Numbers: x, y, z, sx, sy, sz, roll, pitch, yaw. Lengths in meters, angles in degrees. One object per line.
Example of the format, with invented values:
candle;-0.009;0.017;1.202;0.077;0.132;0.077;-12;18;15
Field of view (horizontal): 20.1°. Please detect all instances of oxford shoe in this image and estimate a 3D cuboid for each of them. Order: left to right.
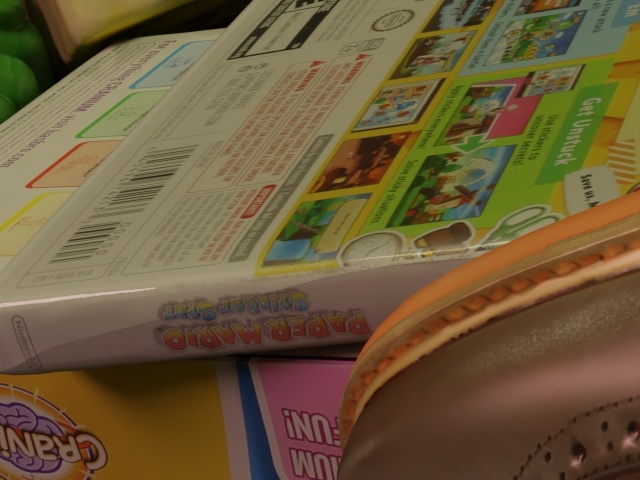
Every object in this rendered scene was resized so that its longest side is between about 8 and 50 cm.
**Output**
oxford shoe;0.123;0.072;0.253;0.364;0.130;0.133;3;40;45

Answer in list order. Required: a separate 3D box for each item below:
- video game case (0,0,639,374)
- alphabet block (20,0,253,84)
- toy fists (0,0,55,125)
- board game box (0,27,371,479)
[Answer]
video game case;0.041;-0.037;0.507;0.206;0.026;0.227;-7;25;23
alphabet block;-0.071;-0.195;0.816;0.192;0.197;0.193;-24;1;-11
toy fists;-0.204;-0.096;0.798;0.142;0.096;0.279;-9;40;-26
board game box;0.000;0.000;0.567;0.316;0.064;0.242;-1;29;34
